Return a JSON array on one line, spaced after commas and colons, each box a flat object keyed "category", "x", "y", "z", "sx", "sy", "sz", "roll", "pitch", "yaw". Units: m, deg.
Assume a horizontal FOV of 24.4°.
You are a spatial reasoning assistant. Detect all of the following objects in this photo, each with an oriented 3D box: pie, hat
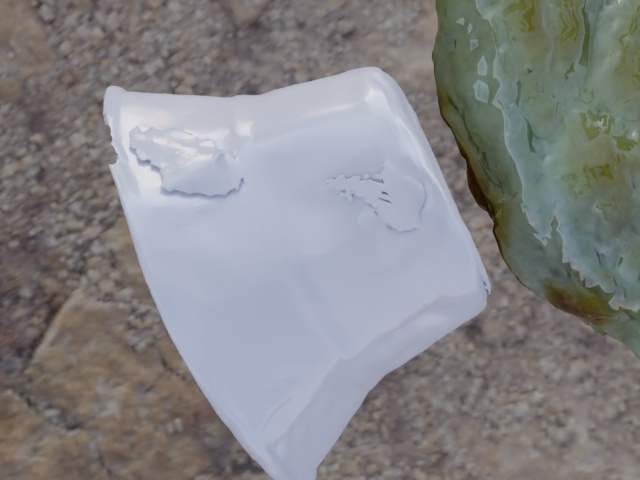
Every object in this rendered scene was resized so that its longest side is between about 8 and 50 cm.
[{"category": "pie", "x": 0.151, "y": -0.079, "z": 0.461, "sx": 0.257, "sy": 0.105, "sz": 0.274, "roll": 21, "pitch": 79, "yaw": -24}, {"category": "hat", "x": 0.000, "y": 0.000, "z": 0.670, "sx": 0.203, "sy": 0.126, "sz": 0.203, "roll": -24, "pitch": 90, "yaw": -85}]
